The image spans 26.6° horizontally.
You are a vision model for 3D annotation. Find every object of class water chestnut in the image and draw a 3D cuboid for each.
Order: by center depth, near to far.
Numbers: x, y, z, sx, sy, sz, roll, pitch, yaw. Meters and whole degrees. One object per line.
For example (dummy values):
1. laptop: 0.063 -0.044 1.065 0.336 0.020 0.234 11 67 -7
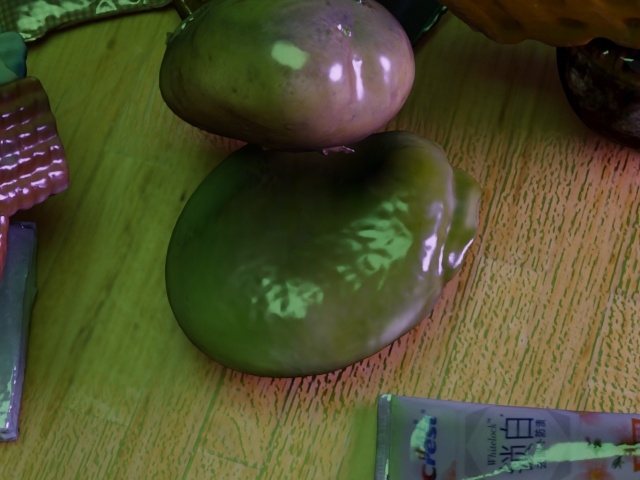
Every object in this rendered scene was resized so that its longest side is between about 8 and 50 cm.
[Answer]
1. water chestnut: 0.317 -0.189 1.210 0.223 0.238 0.224 -2 55 3

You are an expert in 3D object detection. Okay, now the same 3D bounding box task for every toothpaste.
1. toothpaste: 0.207 0.178 1.141 0.323 0.066 0.100 -1 65 8

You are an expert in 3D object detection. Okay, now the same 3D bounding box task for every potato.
1. potato: -0.038 -0.146 1.147 0.191 0.296 0.141 -8 106 -23

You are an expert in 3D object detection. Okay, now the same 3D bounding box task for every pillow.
1. pillow: -0.236 -0.276 1.378 0.211 0.034 0.135 -17 65 -7

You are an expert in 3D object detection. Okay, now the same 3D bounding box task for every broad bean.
1. broad bean: 0.000 0.000 1.192 0.291 0.119 0.238 -30 62 -13

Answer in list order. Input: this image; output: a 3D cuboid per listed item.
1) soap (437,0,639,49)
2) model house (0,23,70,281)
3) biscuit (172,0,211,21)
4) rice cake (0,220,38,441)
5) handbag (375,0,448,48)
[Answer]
1. soap: 0.162 -0.257 1.056 0.259 0.281 0.143 12 76 42
2. model house: -0.351 -0.048 1.157 0.329 0.252 0.295 41 45 18
3. biscuit: -0.066 -0.370 1.394 0.282 0.064 0.432 5 67 -5
4. rice cake: -0.319 0.080 1.220 0.124 0.038 0.211 -5 65 1
5. handbag: 0.050 -0.316 1.224 0.089 0.326 0.238 29 70 30
